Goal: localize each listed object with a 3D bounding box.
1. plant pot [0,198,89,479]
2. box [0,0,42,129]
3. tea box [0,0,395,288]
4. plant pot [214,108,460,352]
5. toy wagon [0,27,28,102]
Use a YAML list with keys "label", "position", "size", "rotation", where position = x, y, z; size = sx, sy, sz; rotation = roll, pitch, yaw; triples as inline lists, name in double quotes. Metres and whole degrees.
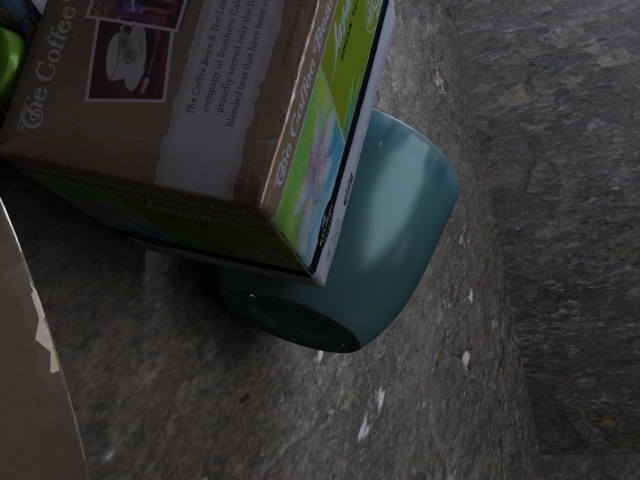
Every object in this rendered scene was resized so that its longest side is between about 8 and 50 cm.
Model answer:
- label: "plant pot"
  position: [-0.264, 0.075, 0.408]
  size: [0.191, 0.284, 0.284]
  rotation: [-18, 102, -31]
- label: "box"
  position: [-0.301, -0.205, 0.639]
  size: [0.114, 0.036, 0.207]
  rotation: [-74, 147, -43]
- label: "tea box"
  position: [-0.077, -0.158, 0.720]
  size: [0.323, 0.220, 0.329]
  rotation: [55, 48, -74]
- label: "plant pot"
  position: [0.000, 0.000, 0.975]
  size: [0.293, 0.293, 0.235]
  rotation: [50, 55, -51]
- label: "toy wagon"
  position: [-0.313, -0.244, 0.503]
  size: [0.267, 0.068, 0.344]
  rotation: [10, 83, -56]
